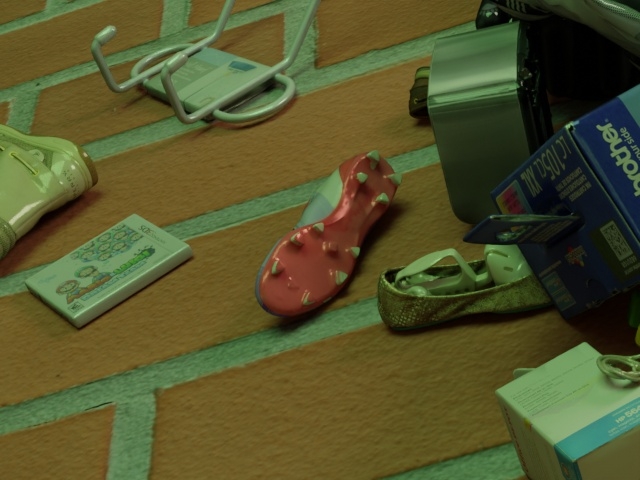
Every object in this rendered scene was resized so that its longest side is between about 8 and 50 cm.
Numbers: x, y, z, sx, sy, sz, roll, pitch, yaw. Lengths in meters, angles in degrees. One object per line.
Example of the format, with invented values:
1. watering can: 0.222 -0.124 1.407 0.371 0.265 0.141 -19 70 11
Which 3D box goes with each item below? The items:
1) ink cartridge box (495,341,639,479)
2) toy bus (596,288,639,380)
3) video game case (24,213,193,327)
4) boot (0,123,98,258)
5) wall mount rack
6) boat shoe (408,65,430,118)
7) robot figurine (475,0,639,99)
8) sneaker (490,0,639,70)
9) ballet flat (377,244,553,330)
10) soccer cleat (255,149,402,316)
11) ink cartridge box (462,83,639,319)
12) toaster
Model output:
1. ink cartridge box: 0.211 0.154 1.315 0.090 0.092 0.143 -27 30 -11
2. toy bus: 0.338 0.054 1.325 0.191 0.104 0.202 15 18 17
3. video game case: -0.242 0.032 1.892 0.157 0.019 0.143 -33 31 -20
4. boot: -0.431 -0.051 2.084 0.262 0.095 0.203 10 43 37
5. wall mount rack: -0.127 -0.282 2.228 0.304 0.130 0.350 -34 32 -21
6. boat shoe: 0.174 -0.159 1.908 0.178 0.064 0.060 9 71 44
7. robot figurine: 0.306 -0.265 1.882 0.173 0.209 0.278 -53 12 34
8. sneaker: 0.266 -0.282 1.649 0.366 0.210 0.137 32 87 18
9. ballet flat: 0.149 0.036 1.579 0.206 0.067 0.073 -14 30 13
10. soccer cleat: 0.000 0.000 1.746 0.095 0.083 0.248 -33 17 51
11. ink cartridge box: 0.320 -0.070 1.444 0.395 0.151 0.270 -30 -5 -13
12. toaster: 0.181 -0.126 1.713 0.110 0.185 0.168 -9 32 13
